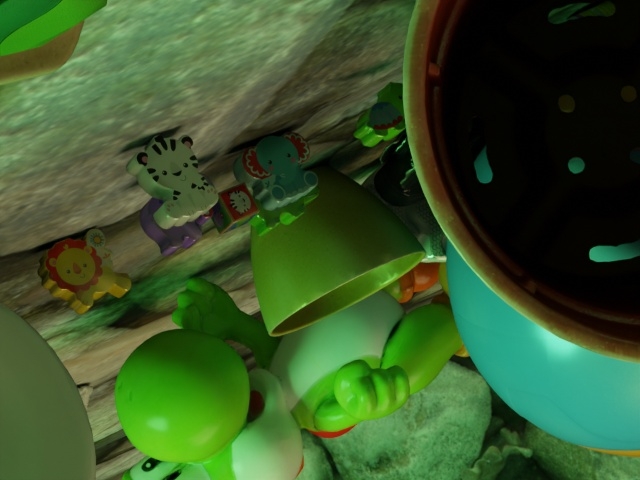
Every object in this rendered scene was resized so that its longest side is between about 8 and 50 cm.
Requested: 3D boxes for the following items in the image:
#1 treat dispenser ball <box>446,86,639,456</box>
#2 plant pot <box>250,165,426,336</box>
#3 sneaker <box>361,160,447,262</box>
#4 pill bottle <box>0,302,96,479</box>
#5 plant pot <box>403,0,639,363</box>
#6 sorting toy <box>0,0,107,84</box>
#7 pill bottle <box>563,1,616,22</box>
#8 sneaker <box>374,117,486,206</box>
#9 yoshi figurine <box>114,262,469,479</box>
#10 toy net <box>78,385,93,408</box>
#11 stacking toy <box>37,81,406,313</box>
[{"bbox_3d":[0.236,0.016,1.175,0.288,0.288,0.288,-27,171,-5],"label":"treat dispenser ball"},{"bbox_3d":[0.000,0.000,1.210,0.134,0.095,0.134,-26,170,-5],"label":"plant pot"},{"bbox_3d":[0.144,-0.044,1.360,0.281,0.105,0.115,-17,179,-25],"label":"sneaker"},{"bbox_3d":[-0.310,0.182,0.988,0.204,0.204,0.361,-18,168,-45],"label":"pill bottle"},{"bbox_3d":[0.177,-0.073,0.901,0.272,0.272,0.265,-28,179,0],"label":"plant pot"},{"bbox_3d":[-0.086,-0.108,0.551,0.307,0.041,0.229,-20,168,-39],"label":"sorting toy"},{"bbox_3d":[0.220,-0.156,1.152,0.083,0.043,0.043,-26,170,-12],"label":"pill bottle"},{"bbox_3d":[0.100,-0.076,1.212,0.170,0.051,0.089,-30,165,-37],"label":"sneaker"},{"bbox_3d":[-0.026,0.095,1.328,0.362,0.203,0.203,-38,180,-18],"label":"yoshi figurine"},{"bbox_3d":[-0.316,0.203,1.563,0.232,0.045,0.122,-18,167,-45],"label":"toy net"},{"bbox_3d":[-0.059,-0.034,1.021,0.221,0.052,0.167,-23,172,-35],"label":"stacking toy"}]
